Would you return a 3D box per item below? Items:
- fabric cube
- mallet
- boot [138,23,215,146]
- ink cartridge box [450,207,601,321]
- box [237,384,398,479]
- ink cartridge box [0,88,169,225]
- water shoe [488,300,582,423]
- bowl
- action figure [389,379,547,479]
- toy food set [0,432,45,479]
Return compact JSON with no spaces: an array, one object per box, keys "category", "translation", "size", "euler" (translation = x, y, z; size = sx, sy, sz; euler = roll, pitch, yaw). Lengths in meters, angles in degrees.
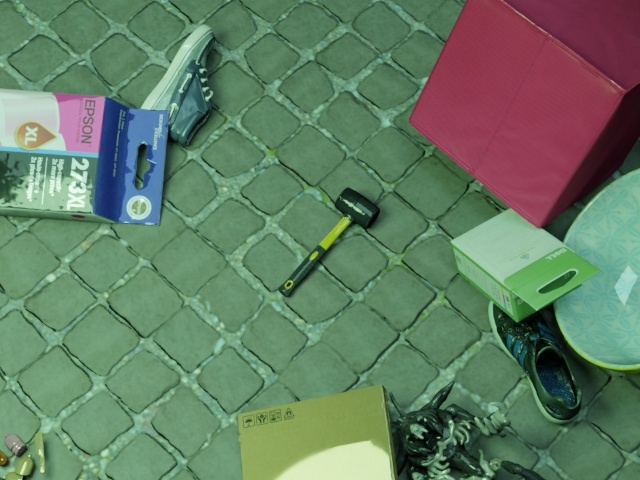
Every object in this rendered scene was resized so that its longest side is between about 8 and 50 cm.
[{"category":"fabric cube","translation":[0.323,-0.225,1.756],"size":[0.259,0.258,0.254],"euler":[41,47,18]},{"category":"mallet","translation":[0.000,0.000,1.795],"size":[0.190,0.039,0.062],"euler":[-42,72,-16]},{"category":"boot","translation":[-0.189,-0.230,1.894],"size":[0.086,0.069,0.190],"euler":[29,74,7]},{"category":"ink cartridge box","translation":[0.279,0.042,1.711],"size":[0.109,0.062,0.209],"euler":[-28,35,-15]},{"category":"box","translation":[-0.004,0.281,1.618],"size":[0.201,0.021,0.164],"euler":[-13,62,12]},{"category":"ink cartridge box","translation":[-0.409,-0.122,1.804],"size":[0.371,0.069,0.175],"euler":[4,80,-2]},{"category":"water shoe","translation":[0.297,0.145,1.702],"size":[0.073,0.080,0.203],"euler":[-23,66,-14]},{"category":"bowl","translation":[0.470,0.058,1.694],"size":[0.156,0.289,0.289],"euler":[28,55,-37]},{"category":"action figure","translation":[0.190,0.278,1.598],"size":[0.276,0.141,0.164],"euler":[31,77,12]},{"category":"toy food set","translation":[-0.415,0.289,1.638],"size":[0.122,0.019,0.078],"euler":[-11,63,1]}]
